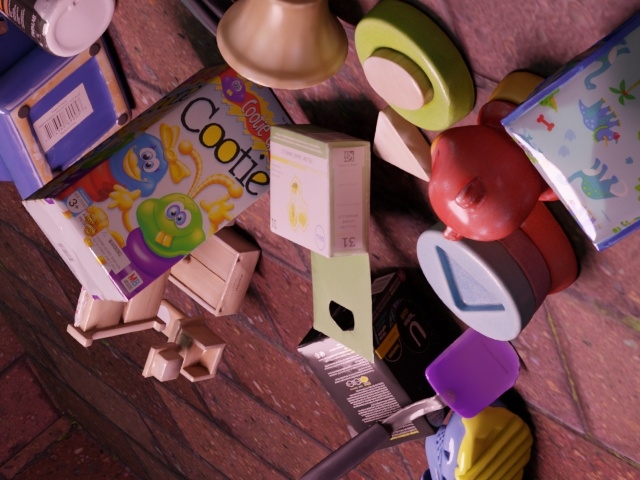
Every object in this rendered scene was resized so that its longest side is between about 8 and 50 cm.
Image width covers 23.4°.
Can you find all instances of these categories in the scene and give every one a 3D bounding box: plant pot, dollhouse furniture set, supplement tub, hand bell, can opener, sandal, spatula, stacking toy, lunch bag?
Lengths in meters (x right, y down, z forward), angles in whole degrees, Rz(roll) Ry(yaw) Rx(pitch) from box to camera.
[{"bbox_3d":[-0.400,-0.207,2.073,0.212,0.236,0.236,31,153,30],"label":"plant pot"},{"bbox_3d":[-0.276,0.045,2.052,0.174,0.356,0.303,35,117,33],"label":"dollhouse furniture set"},{"bbox_3d":[-0.355,-0.323,1.923,0.190,0.117,0.117,41,159,25],"label":"supplement tub"},{"bbox_3d":[-0.019,-0.260,1.371,0.126,0.126,0.242,42,147,21],"label":"hand bell"},{"bbox_3d":[-0.134,-0.263,1.647,0.186,0.073,0.059,45,154,-15],"label":"can opener"},{"bbox_3d":[0.174,0.272,1.864,0.138,0.126,0.317,44,158,29],"label":"sandal"},{"bbox_3d":[0.091,0.200,1.707,0.084,0.296,0.030,48,-161,-14],"label":"spatula"},{"bbox_3d":[0.104,-0.052,1.407,0.279,0.130,0.309,40,158,25],"label":"stacking toy"},{"bbox_3d":[0.232,-0.089,1.123,0.129,0.096,0.151,51,131,-2],"label":"lunch bag"}]

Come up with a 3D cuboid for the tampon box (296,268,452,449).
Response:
[{"bbox_3d":[0.076,0.139,1.781,0.101,0.120,0.161,-22,111,39],"label":"tampon box"}]

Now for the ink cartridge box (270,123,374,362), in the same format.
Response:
[{"bbox_3d":[0.000,0.000,1.644,0.171,0.056,0.235,-155,63,-66],"label":"ink cartridge box"}]

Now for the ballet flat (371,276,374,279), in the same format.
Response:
[{"bbox_3d":[0.079,0.116,1.883,0.173,0.049,0.057,57,160,-18],"label":"ballet flat"}]

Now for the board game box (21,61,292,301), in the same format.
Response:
[{"bbox_3d":[-0.172,-0.070,1.750,0.144,0.275,0.142,55,160,-14],"label":"board game box"}]
